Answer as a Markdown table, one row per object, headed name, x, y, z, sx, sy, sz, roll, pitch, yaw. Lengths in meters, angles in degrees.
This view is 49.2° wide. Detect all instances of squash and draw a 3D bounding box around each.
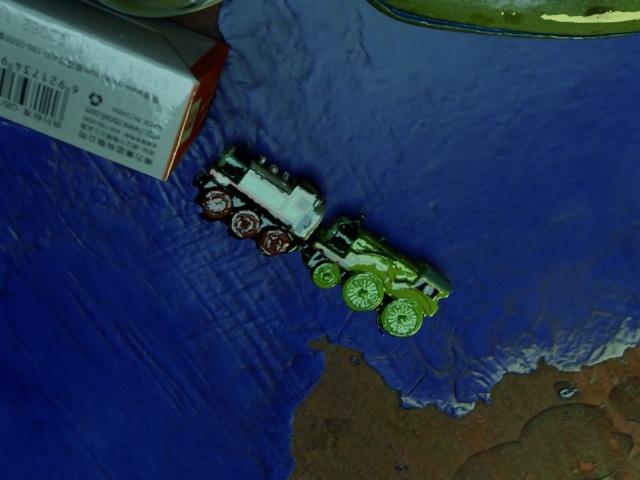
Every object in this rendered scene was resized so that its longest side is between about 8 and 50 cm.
| name | x | y | z | sx | sy | sz | roll | pitch | yaw |
| --- | --- | --- | --- | --- | --- | --- | --- | --- | --- |
| squash | 0.187 | -0.192 | 0.509 | 0.340 | 0.094 | 0.095 | 1 | 115 | 2 |

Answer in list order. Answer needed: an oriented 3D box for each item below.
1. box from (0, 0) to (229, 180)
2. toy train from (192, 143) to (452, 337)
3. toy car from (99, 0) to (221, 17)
| name | x | y | z | sx | sy | sz | roll | pitch | yaw |
| --- | --- | --- | --- | --- | --- | --- | --- | --- | --- |
| box | -0.177 | -0.130 | 0.536 | 0.182 | 0.133 | 0.099 | 20 | 114 | -9 |
| toy train | 0.000 | 0.000 | 0.634 | 0.249 | 0.053 | 0.085 | 32 | 105 | -11 |
| toy car | -0.103 | -0.227 | 0.446 | 0.235 | 0.235 | 0.145 | -28 | 73 | 15 |
